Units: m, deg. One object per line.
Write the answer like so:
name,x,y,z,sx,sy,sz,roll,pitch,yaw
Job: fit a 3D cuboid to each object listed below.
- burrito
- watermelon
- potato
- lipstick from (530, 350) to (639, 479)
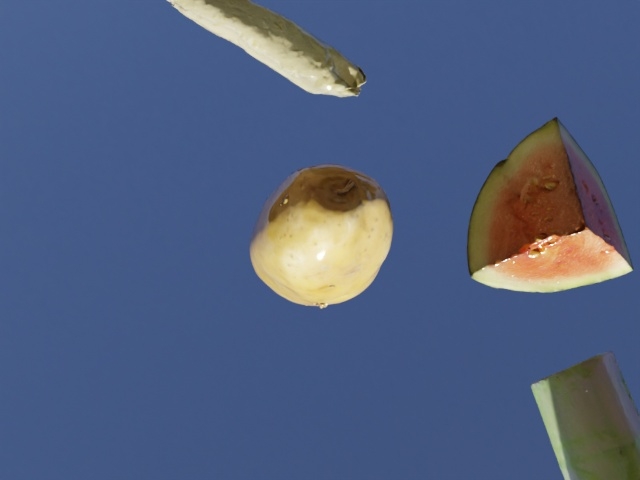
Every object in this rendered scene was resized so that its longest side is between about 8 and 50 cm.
burrito,-0.074,-0.230,1.680,0.059,0.275,0.082,-60,-163,-3
watermelon,0.234,-0.014,1.671,0.145,0.193,0.137,-26,-169,21
potato,0.000,0.000,1.359,0.118,0.178,0.109,-19,-109,-19
lipstick,0.244,0.238,1.172,0.076,0.076,0.304,-22,-99,8
